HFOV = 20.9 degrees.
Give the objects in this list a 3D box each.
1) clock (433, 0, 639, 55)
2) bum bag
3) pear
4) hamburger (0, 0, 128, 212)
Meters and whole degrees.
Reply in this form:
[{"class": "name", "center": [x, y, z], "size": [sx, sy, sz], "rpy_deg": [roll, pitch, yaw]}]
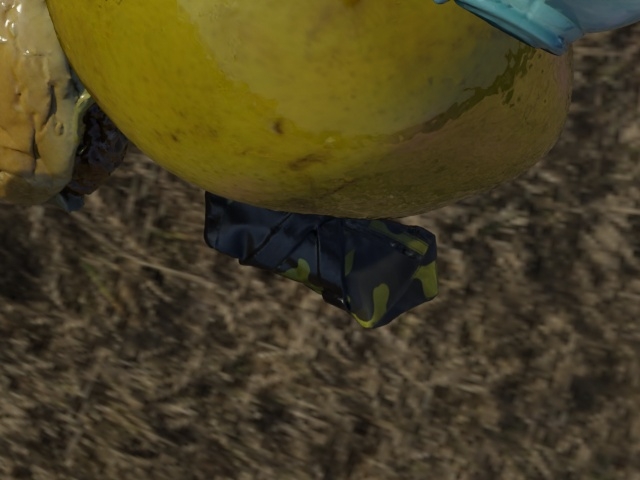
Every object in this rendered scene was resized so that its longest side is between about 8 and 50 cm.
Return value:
[{"class": "clock", "center": [0.099, -0.176, 0.573], "size": [0.094, 0.274, 0.224], "rpy_deg": [27, 67, -16]}, {"class": "bum bag", "center": [0.000, 0.000, 1.567], "size": [0.232, 0.060, 0.107], "rpy_deg": [28, 82, 6]}, {"class": "pear", "center": [0.002, -0.146, 0.962], "size": [0.336, 0.285, 0.285], "rpy_deg": [28, 79, -67]}, {"class": "hamburger", "center": [-0.255, -0.157, 1.297], "size": [0.144, 0.283, 0.259], "rpy_deg": [-37, 150, -44]}]
